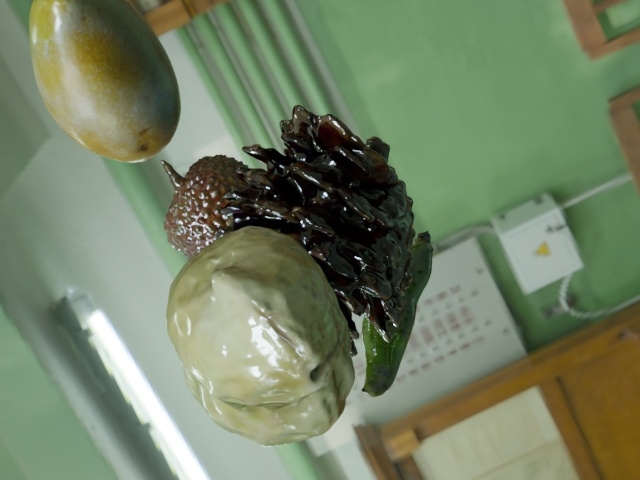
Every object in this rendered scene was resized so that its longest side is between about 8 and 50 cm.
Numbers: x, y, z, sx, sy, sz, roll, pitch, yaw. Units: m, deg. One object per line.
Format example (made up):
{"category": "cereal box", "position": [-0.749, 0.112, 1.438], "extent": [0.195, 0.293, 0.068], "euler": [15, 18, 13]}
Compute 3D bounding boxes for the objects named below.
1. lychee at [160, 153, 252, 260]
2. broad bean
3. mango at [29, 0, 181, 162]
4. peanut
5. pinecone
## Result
{"category": "lychee", "position": [-0.158, -0.046, 1.667], "extent": [0.197, 0.165, 0.165], "euler": [30, -175, -3]}
{"category": "broad bean", "position": [0.114, 0.099, 1.758], "extent": [0.077, 0.339, 0.061], "euler": [27, 146, -5]}
{"category": "mango", "position": [-0.344, -0.268, 1.790], "extent": [0.384, 0.199, 0.221], "euler": [62, -136, -59]}
{"category": "peanut", "position": [-0.054, 0.085, 1.000], "extent": [0.340, 0.158, 0.174], "euler": [73, -171, -65]}
{"category": "pinecone", "position": [-0.007, 0.002, 1.390], "extent": [0.298, 0.242, 0.295], "euler": [62, -144, -68]}
